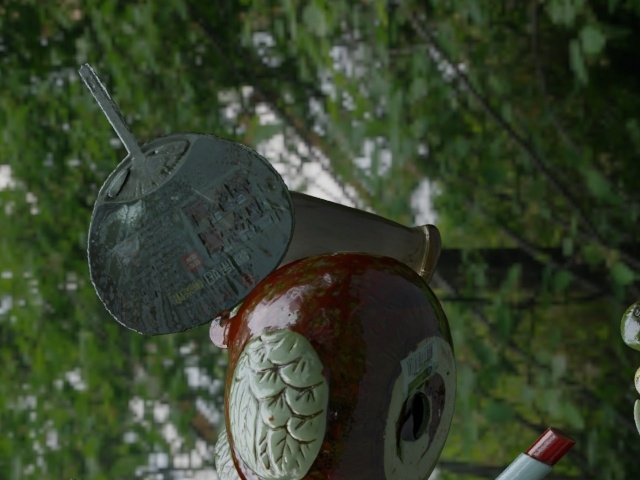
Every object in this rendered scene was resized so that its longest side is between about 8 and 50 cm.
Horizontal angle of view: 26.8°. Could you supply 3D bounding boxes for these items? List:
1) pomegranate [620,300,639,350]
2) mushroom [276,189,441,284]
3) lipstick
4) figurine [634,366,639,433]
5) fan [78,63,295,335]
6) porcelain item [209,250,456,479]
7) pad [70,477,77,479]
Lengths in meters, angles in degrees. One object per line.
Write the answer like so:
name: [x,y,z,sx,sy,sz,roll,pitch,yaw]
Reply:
pomegranate: [0.431,0.110,1.744,0.084,0.073,0.073,1,-93,-43]
mushroom: [0.000,0.004,2.084,0.154,0.407,0.137,-117,43,-57]
lipstick: [0.213,0.328,1.664,0.061,0.274,0.068,26,-156,-35]
figurine: [0.468,0.233,1.816,0.187,0.083,0.083,-85,-9,-51]
fan: [-0.138,-0.051,1.389,0.012,0.223,0.294,32,-127,-77]
porcelain item: [-0.007,0.123,1.180,0.253,0.253,0.253,-1,-90,-82]
pad: [-0.293,0.435,1.682,0.243,0.164,0.004,-61,3,8]
